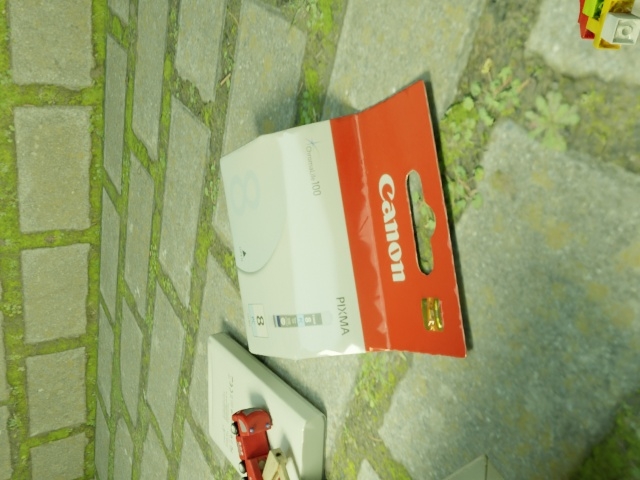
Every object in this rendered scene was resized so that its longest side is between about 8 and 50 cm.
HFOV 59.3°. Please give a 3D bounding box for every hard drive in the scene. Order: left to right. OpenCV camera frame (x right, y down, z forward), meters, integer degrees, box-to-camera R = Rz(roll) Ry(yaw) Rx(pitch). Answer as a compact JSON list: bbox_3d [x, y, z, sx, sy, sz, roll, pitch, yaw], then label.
[{"bbox_3d":[-0.110,0.333,0.999,0.353,0.047,0.232,22,114,54],"label":"hard drive"}]

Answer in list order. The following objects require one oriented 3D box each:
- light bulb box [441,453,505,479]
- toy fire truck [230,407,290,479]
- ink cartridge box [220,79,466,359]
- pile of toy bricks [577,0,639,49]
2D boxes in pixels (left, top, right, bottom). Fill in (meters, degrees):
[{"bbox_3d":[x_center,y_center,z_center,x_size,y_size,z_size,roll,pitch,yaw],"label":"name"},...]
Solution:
[{"bbox_3d":[0.117,0.416,0.400,0.358,0.225,0.361,55,161,36],"label":"light bulb box"},{"bbox_3d":[-0.079,0.355,0.869,0.135,0.047,0.191,-28,72,54],"label":"toy fire truck"},{"bbox_3d":[0.000,0.000,0.731,0.385,0.091,0.307,-11,87,58],"label":"ink cartridge box"},{"bbox_3d":[0.233,-0.232,0.344,0.105,0.118,0.212,-84,-3,-57],"label":"pile of toy bricks"}]
